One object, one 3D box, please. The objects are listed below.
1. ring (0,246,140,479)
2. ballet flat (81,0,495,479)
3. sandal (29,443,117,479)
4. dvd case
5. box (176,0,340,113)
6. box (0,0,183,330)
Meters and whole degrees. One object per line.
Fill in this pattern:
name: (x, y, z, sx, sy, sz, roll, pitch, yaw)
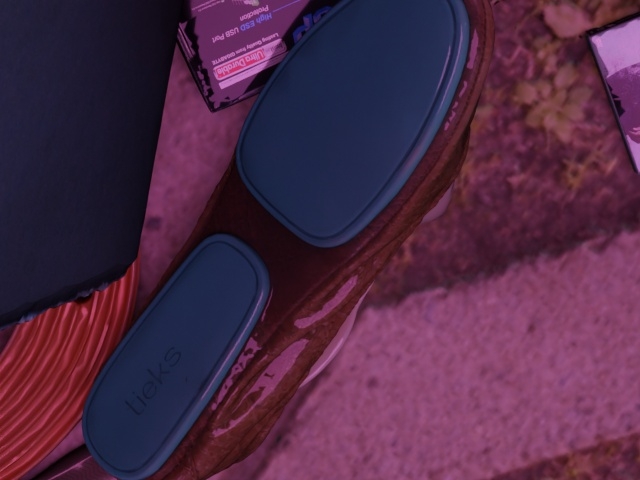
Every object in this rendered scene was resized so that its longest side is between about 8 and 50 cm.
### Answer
ring: (-0.268, 0.001, 1.062, 0.337, 0.032, 0.336, -1, 102, -3)
ballet flat: (0.000, 0.000, 1.033, 0.116, 0.124, 0.342, 43, 110, 30)
sandal: (-0.173, 0.192, 1.094, 0.219, 0.060, 0.090, -33, 102, 3)
dvd case: (0.219, -0.098, 1.082, 0.119, 0.013, 0.087, -21, 103, 0)
box: (0.004, -0.191, 1.028, 0.220, 0.051, 0.175, -24, 103, 1)
box: (-0.296, -0.245, 0.806, 0.472, 0.297, 0.480, 13, 101, 12)
